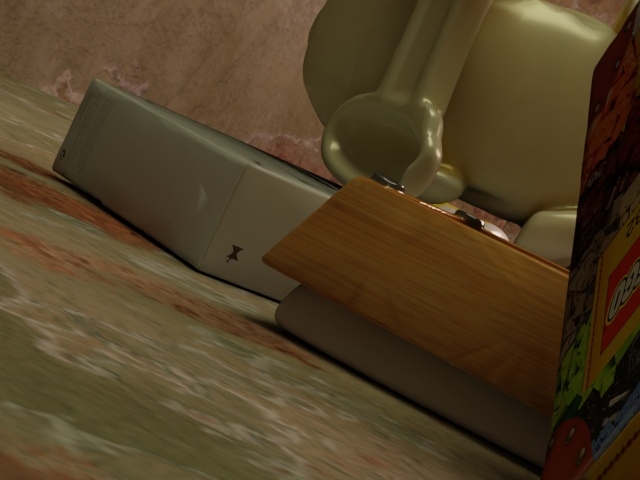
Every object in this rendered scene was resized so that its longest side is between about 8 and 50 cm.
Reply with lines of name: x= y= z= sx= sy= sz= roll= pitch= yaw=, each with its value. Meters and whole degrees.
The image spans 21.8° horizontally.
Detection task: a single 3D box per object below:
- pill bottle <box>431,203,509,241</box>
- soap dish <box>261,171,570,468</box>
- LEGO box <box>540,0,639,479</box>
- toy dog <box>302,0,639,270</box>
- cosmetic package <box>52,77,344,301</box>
pill bottle: x=0.117 y=0.022 z=1.673 sx=0.208 sy=0.119 sz=0.119 roll=27 pitch=4 yaw=36
soap dish: x=0.134 y=0.065 z=1.082 sx=0.291 sy=0.118 sz=0.229 roll=27 pitch=4 yaw=27
LEGO box: x=0.373 y=0.057 z=0.781 sx=0.500 sy=0.193 sz=0.372 roll=24 pitch=41 yaw=-6
toy dog: x=0.199 y=-0.089 z=1.504 sx=0.408 sy=0.284 sz=0.395 roll=25 pitch=-12 yaw=-27
cosmetic package: x=0.000 y=0.000 z=1.396 sx=0.377 sy=0.097 sz=0.284 roll=23 pitch=7 yaw=-36
